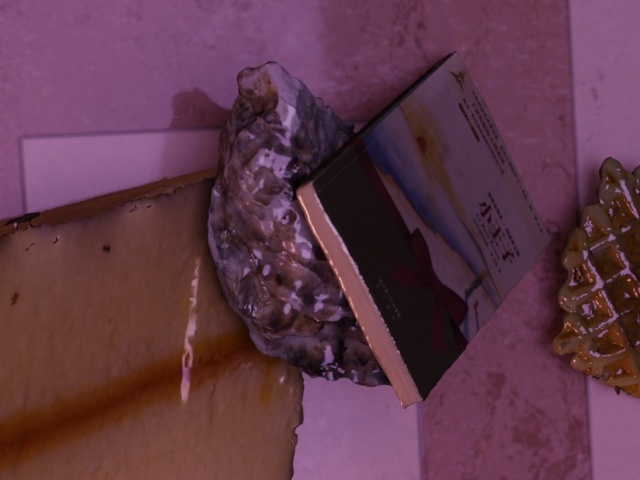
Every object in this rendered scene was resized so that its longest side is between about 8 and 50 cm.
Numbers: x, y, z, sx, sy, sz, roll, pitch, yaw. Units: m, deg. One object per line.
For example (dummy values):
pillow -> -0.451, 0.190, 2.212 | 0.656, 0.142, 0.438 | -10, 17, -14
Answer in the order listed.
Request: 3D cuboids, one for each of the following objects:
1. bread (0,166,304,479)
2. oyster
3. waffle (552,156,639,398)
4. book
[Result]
bread -> -0.138, 0.125, 1.198 | 0.405, 0.242, 0.346 | -10, 96, -13
oyster -> 0.000, 0.000, 1.248 | 0.267, 0.112, 0.198 | 39, 63, -38
waffle -> 0.308, 0.043, 1.415 | 0.214, 0.054, 0.208 | 19, 82, -23
book -> 0.091, -0.018, 1.270 | 0.201, 0.026, 0.289 | 62, 38, -14
